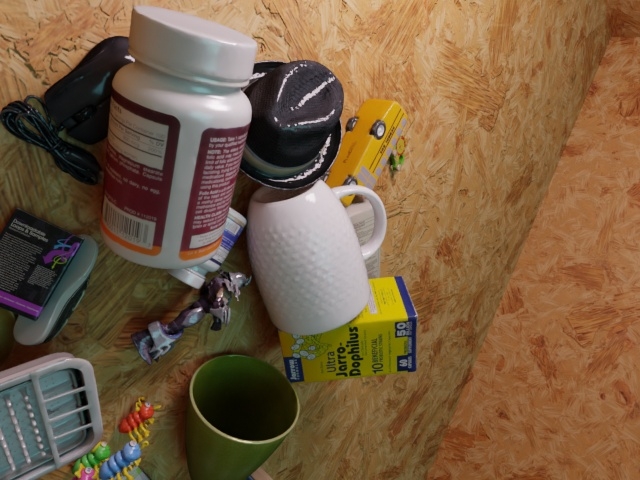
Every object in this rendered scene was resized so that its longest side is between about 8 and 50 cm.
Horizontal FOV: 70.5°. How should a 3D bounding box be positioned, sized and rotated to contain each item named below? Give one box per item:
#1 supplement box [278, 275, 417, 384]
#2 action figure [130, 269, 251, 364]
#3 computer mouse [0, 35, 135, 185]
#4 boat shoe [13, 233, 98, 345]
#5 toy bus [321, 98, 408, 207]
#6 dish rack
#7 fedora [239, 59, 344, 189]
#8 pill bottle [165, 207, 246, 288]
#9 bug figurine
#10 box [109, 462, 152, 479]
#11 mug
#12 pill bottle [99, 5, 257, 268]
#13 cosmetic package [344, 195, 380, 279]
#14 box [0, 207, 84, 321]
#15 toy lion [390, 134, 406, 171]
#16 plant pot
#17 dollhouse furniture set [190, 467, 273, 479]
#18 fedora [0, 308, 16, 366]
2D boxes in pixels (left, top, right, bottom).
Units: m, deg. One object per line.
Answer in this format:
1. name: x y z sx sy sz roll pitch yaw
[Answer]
1. supplement box: 0.072 0.245 1.258 0.357 0.195 0.194 -6 118 0
2. action figure: -0.275 0.160 1.021 0.285 0.185 0.099 -35 102 -13
3. computer mouse: -0.382 -0.242 0.796 0.272 0.072 0.188 -55 136 -14
4. boat shoe: -0.480 0.090 0.842 0.219 0.078 0.070 -61 174 -9
5. toy bus: 0.120 -0.245 1.300 0.130 0.108 0.332 34 81 -50
6. dish rack: -0.562 0.330 0.770 0.333 0.072 0.285 -19 135 -38
7. fedora: -0.059 -0.277 0.968 0.334 0.152 0.334 10 69 -28
8. pill bottle: -0.256 0.007 1.005 0.112 0.112 0.186 40 77 -47
9. bug figurine: -0.437 0.445 0.943 0.216 0.279 0.072 -39 100 -10
10. box: -0.481 0.616 1.085 0.145 0.038 0.186 -39 130 -30
11. mug: 0.000 0.000 1.130 0.374 0.276 0.328 -24 118 -15
12. pill bottle: -0.246 -0.167 0.782 0.224 0.224 0.392 -10 130 -44
13. cosmetic package: 0.090 0.029 1.369 0.153 0.129 0.296 -21 121 -38
14. box: -0.503 0.041 0.779 0.116 0.029 0.162 30 80 -20
15. toy lion: 0.254 -0.291 1.483 0.096 0.034 0.100 -53 137 -28
16. plant pot: -0.233 0.496 1.157 0.275 0.275 0.293 -2 125 -46
17. dollhouse furniture set: -0.265 0.810 1.276 0.303 0.198 0.286 -31 127 -34
18. fedora: -0.600 0.185 0.743 0.194 0.079 0.194 -21 121 -41
